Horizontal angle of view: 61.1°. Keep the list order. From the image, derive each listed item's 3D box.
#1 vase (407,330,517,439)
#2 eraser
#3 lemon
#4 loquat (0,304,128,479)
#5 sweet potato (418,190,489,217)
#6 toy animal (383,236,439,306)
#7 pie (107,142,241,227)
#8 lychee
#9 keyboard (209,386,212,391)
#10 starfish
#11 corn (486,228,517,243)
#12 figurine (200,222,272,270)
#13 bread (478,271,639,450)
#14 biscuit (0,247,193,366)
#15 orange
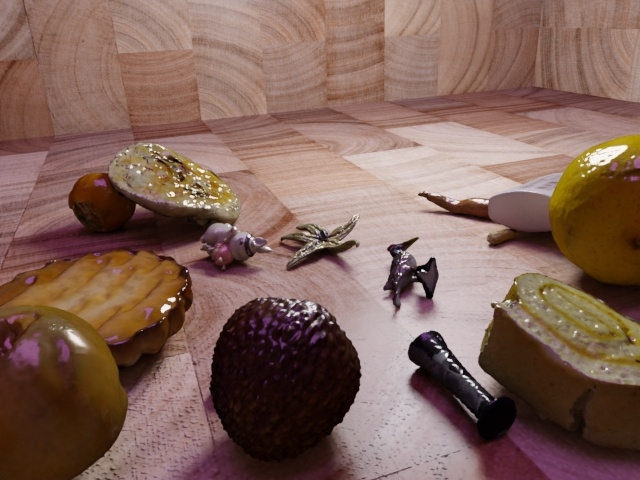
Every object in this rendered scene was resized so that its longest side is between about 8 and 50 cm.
[{"bbox_3d":[0.180,0.182,0.708,0.059,0.059,0.167,-11,25,-18],"label":"vase"},{"bbox_3d":[0.525,-0.092,1.238,0.174,0.094,0.270,9,21,43],"label":"eraser"},{"bbox_3d":[0.548,-0.053,0.960,0.293,0.293,0.293,-2,23,1],"label":"lemon"},{"bbox_3d":[-0.327,0.177,0.605,0.213,0.213,0.213,-2,23,1],"label":"loquat"},{"bbox_3d":[0.345,-0.089,1.334,0.214,0.050,0.050,13,27,29],"label":"sweet potato"},{"bbox_3d":[0.157,0.050,1.015,0.105,0.070,0.202,-21,27,4],"label":"toy animal"},{"bbox_3d":[-0.347,-0.135,1.333,0.339,0.077,0.339,23,24,-11],"label":"pie"},{"bbox_3d":[-0.043,0.157,0.648,0.195,0.194,0.194,-2,23,1],"label":"lychee"},{"bbox_3d":[-0.086,0.162,0.826,0.094,0.025,0.230,5,24,13],"label":"keyboard"},{"bbox_3d":[0.001,0.002,1.161,0.217,0.050,0.224,-29,22,-35],"label":"starfish"},{"bbox_3d":[0.392,-0.009,1.174,0.083,0.027,0.028,-12,29,-25],"label":"corn"},{"bbox_3d":[-0.178,0.023,1.129,0.146,0.081,0.098,22,77,36],"label":"figurine"},{"bbox_3d":[0.317,0.151,0.670,0.186,0.124,0.257,-8,31,-33],"label":"bread"},{"bbox_3d":[-0.364,0.117,0.862,0.326,0.107,0.325,-3,26,2],"label":"biscuit"},{"bbox_3d":[-0.530,-0.091,1.324,0.155,0.154,0.134,2,65,9],"label":"orange"}]
